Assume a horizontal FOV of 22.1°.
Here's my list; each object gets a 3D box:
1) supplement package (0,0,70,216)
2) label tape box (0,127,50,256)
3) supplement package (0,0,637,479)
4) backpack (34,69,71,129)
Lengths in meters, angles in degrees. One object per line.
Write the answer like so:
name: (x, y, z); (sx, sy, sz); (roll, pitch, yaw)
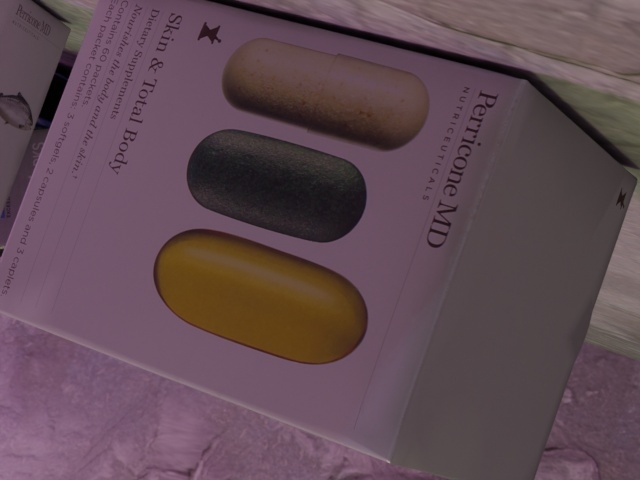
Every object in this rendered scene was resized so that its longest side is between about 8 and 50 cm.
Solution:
supplement package: (-0.264, -0.091, 1.130); (0.105, 0.179, 0.105); (19, 177, 14)
label tape box: (-0.204, -0.030, 1.421); (0.333, 0.106, 0.240); (-5, 172, 7)
supplement package: (0.000, 0.000, 0.910); (0.262, 0.199, 0.198); (18, 176, 29)
backpack: (-0.270, -0.122, 1.495); (0.105, 0.084, 0.114); (21, 176, -19)
